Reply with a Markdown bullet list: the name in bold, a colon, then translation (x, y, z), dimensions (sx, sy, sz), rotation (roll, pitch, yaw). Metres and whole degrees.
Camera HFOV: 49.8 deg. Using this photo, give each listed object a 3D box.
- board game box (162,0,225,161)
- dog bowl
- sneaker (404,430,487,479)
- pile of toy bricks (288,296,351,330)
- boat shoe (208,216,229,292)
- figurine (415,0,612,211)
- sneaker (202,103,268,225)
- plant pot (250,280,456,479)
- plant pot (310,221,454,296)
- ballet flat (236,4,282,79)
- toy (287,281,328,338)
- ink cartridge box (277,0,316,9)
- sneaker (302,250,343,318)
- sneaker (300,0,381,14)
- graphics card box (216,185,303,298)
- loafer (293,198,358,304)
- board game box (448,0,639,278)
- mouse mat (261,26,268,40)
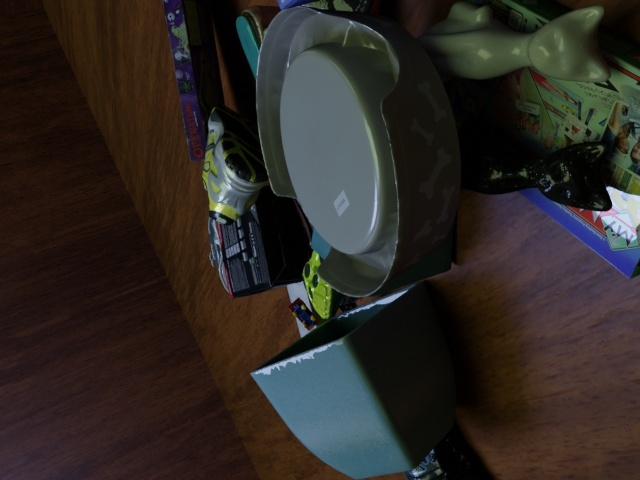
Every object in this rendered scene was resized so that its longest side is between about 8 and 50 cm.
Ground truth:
- **board game box**: translation (-0.265, -0.362, 1.516), dimensions (0.208, 0.056, 0.346), rotation (-55, -41, -70)
- **dog bowl**: translation (0.038, -0.111, 0.838), dimensions (0.349, 0.102, 0.348), rotation (47, 147, 46)
- **sneaker**: translation (0.203, 0.393, 1.266), dimensions (0.341, 0.125, 0.139), rotation (40, 139, 44)
- **pile of toy bricks**: translation (0.033, 0.194, 1.515), dimensions (0.212, 0.118, 0.105), rotation (50, -176, 1)
- **boat shoe**: translation (-0.278, 0.030, 2.018), dimensions (0.079, 0.095, 0.254), rotation (16, 124, 59)
- **figurine**: translation (0.210, -0.141, 0.726), dimensions (0.209, 0.092, 0.214), rotation (20, 128, 50)
- **sneaker**: translation (-0.190, -0.168, 1.429), dimensions (0.147, 0.145, 0.384), rotation (-57, 17, 21)
- **plant pot**: translation (0.086, 0.255, 1.174), dimensions (0.248, 0.247, 0.252), rotation (-29, 89, 42)
- **plant pot**: translation (0.101, -0.072, 1.041), dimensions (0.165, 0.166, 0.234), rotation (42, 138, 46)
- **ballet flat**: translation (-0.059, -0.273, 1.261), dimensions (0.108, 0.106, 0.315), rotation (24, 132, 55)
- **toy**: translation (-0.015, 0.195, 1.641), dimensions (0.137, 0.056, 0.237), rotation (3, 106, 67)
- **ink cartridge box**: translation (0.074, -0.304, 0.684), dimensions (0.186, 0.311, 0.065), rotation (-1, 108, 66)
- **sneaker**: translation (0.045, 0.032, 1.272), dimensions (0.109, 0.124, 0.295), rotation (58, 145, 41)
- **sneaker**: translation (0.032, -0.304, 1.032), dimensions (0.116, 0.136, 0.313), rotation (25, 116, 19)
- **graphics card box**: translation (-0.159, 0.012, 1.700), dimensions (0.371, 0.094, 0.232), rotation (155, 105, -68)
- **loafer**: translation (0.000, 0.000, 1.388), dimensions (0.109, 0.095, 0.302), rotation (25, 132, 58)
- **board game box**: translation (0.265, -0.135, 0.762), dimensions (0.317, 0.046, 0.213), rotation (48, 149, 38)
- **mouse mat**: translation (-0.009, -0.290, 1.149), dimensions (0.153, 0.007, 0.189), rotation (-18, 96, 31)
